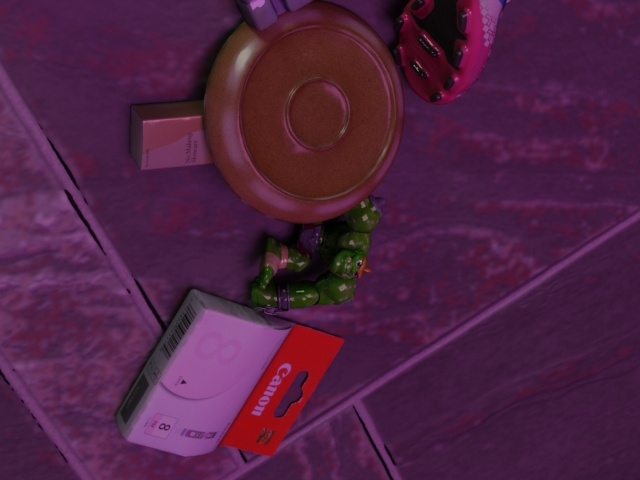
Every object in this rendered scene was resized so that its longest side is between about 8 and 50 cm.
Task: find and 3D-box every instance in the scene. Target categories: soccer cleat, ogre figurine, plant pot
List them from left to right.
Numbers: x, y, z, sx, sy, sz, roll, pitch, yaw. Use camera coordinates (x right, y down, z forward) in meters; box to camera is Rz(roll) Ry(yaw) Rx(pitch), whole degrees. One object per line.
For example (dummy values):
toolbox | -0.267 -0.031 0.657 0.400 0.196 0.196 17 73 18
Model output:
plant pot | -0.007 -0.133 1.428 0.236 0.032 0.236 -4 98 -26
ogre figurine | 0.000 0.000 1.525 0.118 0.097 0.197 12 97 -13
soccer cleat | 0.170 -0.272 1.396 0.143 0.116 0.331 -30 153 -27

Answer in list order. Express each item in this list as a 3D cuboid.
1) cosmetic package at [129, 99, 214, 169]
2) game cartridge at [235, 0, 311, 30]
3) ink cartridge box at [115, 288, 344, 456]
cosmetic package | -0.137 -0.111 1.417 0.115 0.041 0.060 -9 121 -23
game cartridge | 0.036 -0.391 1.337 0.355 0.068 0.230 -32 123 -8
ink cartridge box | -0.095 0.171 1.592 0.232 0.066 0.189 22 107 -31
